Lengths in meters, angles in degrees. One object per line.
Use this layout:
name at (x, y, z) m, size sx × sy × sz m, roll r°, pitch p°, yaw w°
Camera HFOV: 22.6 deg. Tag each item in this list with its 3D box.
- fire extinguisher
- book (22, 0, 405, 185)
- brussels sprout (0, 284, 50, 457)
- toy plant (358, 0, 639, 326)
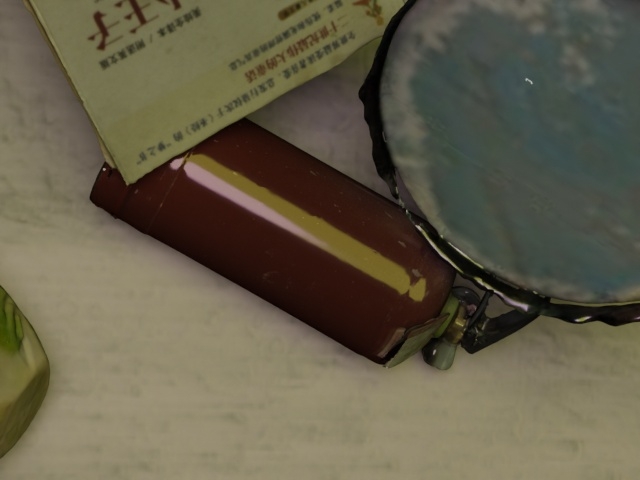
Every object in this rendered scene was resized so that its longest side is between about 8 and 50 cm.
fire extinguisher at (0.000, 0.000, 0.967) m, size 0.269 × 0.105 × 0.105 m, roll 30°, pitch 76°, yaw -3°
book at (-0.088, -0.201, 0.864) m, size 0.201 × 0.026 × 0.289 m, roll -31°, pitch 114°, yaw -10°
brussels sprout at (-0.235, 0.068, 0.908) m, size 0.155 × 0.117 × 0.155 m, roll 1°, pitch 73°, yaw -3°
toy plant at (0.186, -0.136, 0.950) m, size 0.247 × 0.247 × 0.332 m, roll 36°, pitch 45°, yaw -2°
